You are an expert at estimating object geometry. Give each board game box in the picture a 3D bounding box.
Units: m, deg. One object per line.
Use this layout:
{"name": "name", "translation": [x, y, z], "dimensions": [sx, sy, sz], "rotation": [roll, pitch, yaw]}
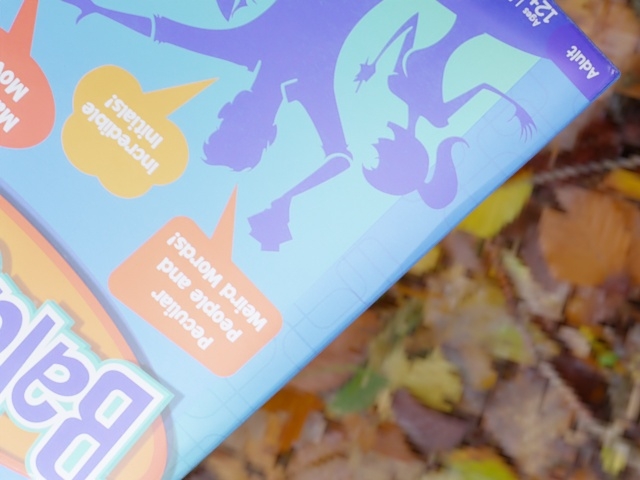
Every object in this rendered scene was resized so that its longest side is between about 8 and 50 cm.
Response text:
{"name": "board game box", "translation": [-0.054, -0.028, 0.479], "dimensions": [0.160, 0.210, 0.047], "rotation": [47, 179, 2]}
